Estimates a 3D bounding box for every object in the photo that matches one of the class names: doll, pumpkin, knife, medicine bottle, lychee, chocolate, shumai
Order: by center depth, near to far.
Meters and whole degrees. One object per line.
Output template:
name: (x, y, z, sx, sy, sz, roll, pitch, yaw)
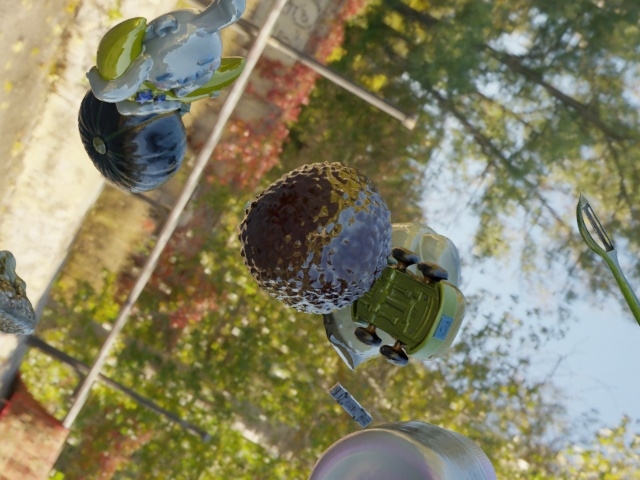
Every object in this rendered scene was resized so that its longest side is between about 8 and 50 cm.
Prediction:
knife: (0.310, 0.034, 0.962, 0.026, 0.184, 0.022, -31, 171, 25)
doll: (-0.209, -0.261, 1.303, 0.237, 0.252, 0.111, 72, 1, -69)
medicine bottle: (0.140, 0.407, 1.422, 0.256, 0.256, 0.325, -60, 157, 8)
lychee: (0.000, 0.000, 1.495, 0.260, 0.261, 0.260, -60, -178, 4)
shumai: (-0.636, 0.090, 1.775, 0.161, 0.210, 0.152, -36, -145, 48)
pumpkin: (-0.364, -0.231, 1.894, 0.248, 0.248, 0.248, -60, -178, 4)
chocolate: (0.181, 0.118, 2.091, 0.326, 0.297, 0.314, 61, 35, -43)

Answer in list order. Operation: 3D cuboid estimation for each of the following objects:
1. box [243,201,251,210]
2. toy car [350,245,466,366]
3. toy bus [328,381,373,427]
box: (-0.101, -0.033, 2.031, 0.024, 0.090, 0.167, -57, 155, -3)
toy car: (0.177, 0.132, 1.735, 0.248, 0.142, 0.200, 33, -82, 51)
toy bus: (0.074, 0.401, 2.240, 0.037, 0.130, 0.052, -42, -165, 3)
